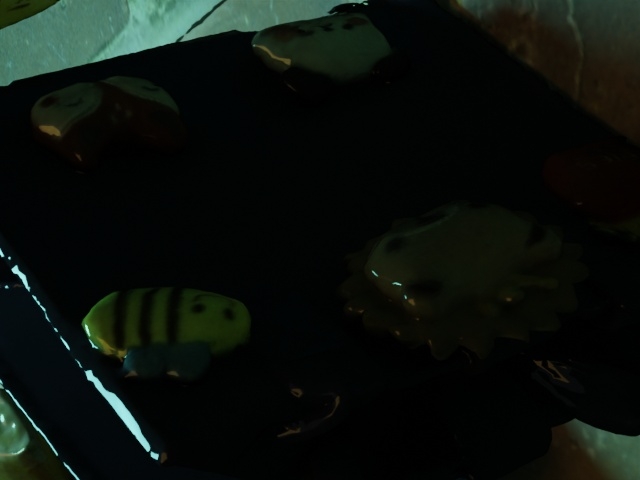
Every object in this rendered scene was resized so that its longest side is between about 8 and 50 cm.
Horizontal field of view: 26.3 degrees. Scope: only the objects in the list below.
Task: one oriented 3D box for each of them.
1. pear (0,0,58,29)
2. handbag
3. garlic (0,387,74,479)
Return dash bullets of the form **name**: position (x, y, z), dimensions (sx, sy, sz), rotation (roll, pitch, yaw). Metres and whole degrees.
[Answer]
- **pear**: position (-0.285, -0.315, 0.981), dimensions (0.348, 0.348, 0.348), rotation (37, 135, 49)
- **handbag**: position (0.000, 0.000, 0.646), dimensions (0.329, 0.303, 0.122), rotation (39, 139, 48)
- **garlic**: position (-0.261, 0.226, 1.360), dimensions (0.318, 0.112, 0.143), rotation (84, 165, -71)
